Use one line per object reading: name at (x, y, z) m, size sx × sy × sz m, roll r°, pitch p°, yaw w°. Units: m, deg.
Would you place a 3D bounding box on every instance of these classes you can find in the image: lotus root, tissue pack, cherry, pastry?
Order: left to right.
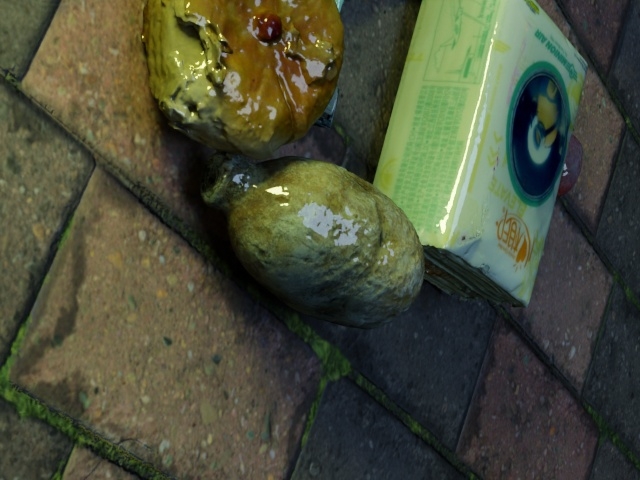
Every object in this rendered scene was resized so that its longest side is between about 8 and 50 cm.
pastry at (-0.072, -0.213, 1.412) m, size 0.235 × 0.120 × 0.257 m, roll 0°, pitch 86°, yaw -43°
lotus root at (0.001, 0.002, 1.535) m, size 0.349 × 0.175 × 0.175 m, roll 30°, pitch 70°, yaw -45°
tissue pack at (0.218, -0.133, 1.825) m, size 0.287 × 0.162 × 0.388 m, roll 32°, pitch 70°, yaw -52°
cherry at (0.332, -0.102, 2.063) m, size 0.225 × 0.090 × 0.107 m, roll -35°, pitch 134°, yaw -37°

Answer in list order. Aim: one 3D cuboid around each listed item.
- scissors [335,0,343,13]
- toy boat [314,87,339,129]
scissors at (0.073, -0.347, 1.710) m, size 0.447 × 0.029 × 0.193 m, roll -11°, pitch 104°, yaw -56°
toy boat at (-0.028, -0.177, 1.566) m, size 0.141 × 0.060 × 0.055 m, roll 23°, pitch 77°, yaw -50°
